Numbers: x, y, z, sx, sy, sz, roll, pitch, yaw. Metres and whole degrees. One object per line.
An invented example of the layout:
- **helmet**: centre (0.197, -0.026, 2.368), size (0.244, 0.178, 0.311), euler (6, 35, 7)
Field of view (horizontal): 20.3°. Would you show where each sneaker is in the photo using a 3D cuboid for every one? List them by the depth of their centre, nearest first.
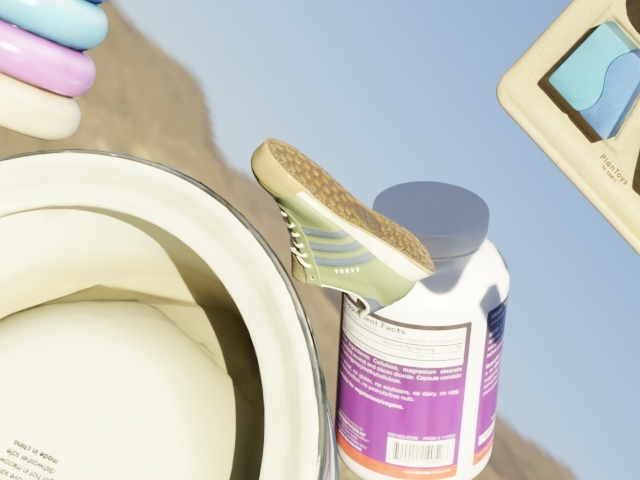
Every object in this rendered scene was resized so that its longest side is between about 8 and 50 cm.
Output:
- **sneaker**: centre (0.000, 0.000, 1.468), size (0.192, 0.086, 0.064), euler (35, 24, -28)

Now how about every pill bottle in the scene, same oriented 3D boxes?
- **pill bottle**: centre (0.110, 0.105, 1.960), size (0.181, 0.181, 0.323), euler (-133, -141, -52)

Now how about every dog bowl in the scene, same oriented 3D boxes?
- **dog bowl**: centre (-0.169, 0.155, 1.125), size (0.408, 0.408, 0.150), euler (49, -2, 30)

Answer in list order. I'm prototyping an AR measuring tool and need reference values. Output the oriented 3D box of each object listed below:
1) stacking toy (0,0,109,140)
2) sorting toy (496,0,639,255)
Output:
- **stacking toy**: centre (-0.180, -0.245, 1.285), size (0.141, 0.330, 0.141), euler (24, 5, -2)
- **sorting toy**: centre (0.291, -0.073, 1.233), size (0.307, 0.229, 0.041), euler (49, 26, 11)
